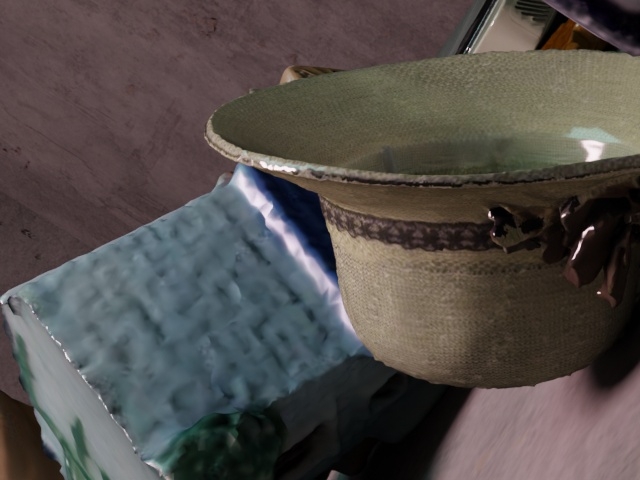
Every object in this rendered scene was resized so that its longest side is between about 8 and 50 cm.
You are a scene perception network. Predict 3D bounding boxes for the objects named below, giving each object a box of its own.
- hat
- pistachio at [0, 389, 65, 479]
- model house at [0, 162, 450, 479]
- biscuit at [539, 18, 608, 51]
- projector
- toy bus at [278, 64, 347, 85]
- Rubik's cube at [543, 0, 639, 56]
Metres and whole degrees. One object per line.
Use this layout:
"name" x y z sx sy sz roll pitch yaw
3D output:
"hat" 0.078 -0.003 0.759 0.257 0.257 0.130 -68 -25 -71
"pistachio" -0.348 0.334 1.695 0.281 0.445 0.365 -12 20 38
"model house" -0.014 0.083 1.115 0.329 0.251 0.295 -35 -30 -22
"biscuit" 0.155 -0.081 1.284 0.290 0.041 0.208 -55 4 11
"projector" 0.170 -0.173 1.521 0.257 0.079 0.259 -62 0 -44
"toy bus" 0.000 0.000 1.471 0.157 0.139 0.290 55 131 50
"Rubik's cube" 0.151 -0.279 0.644 0.337 0.343 0.344 -56 3 21
